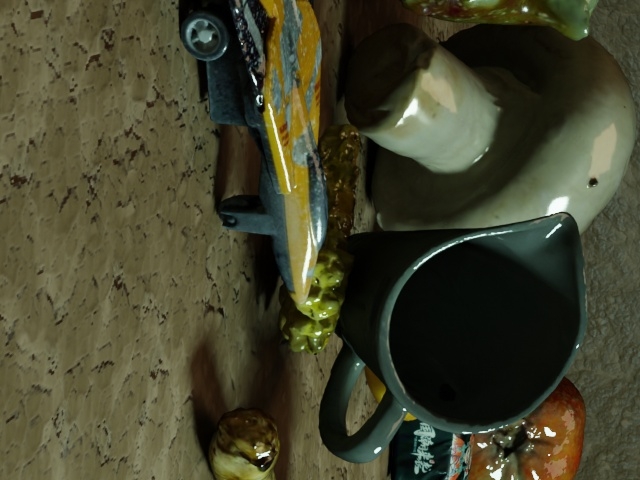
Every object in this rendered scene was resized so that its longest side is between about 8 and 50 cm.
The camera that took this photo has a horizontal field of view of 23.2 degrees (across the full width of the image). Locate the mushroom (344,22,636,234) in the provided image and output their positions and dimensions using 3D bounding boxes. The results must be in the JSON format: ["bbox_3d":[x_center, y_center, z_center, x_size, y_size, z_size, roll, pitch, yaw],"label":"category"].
[{"bbox_3d":[0.147,-0.122,1.537,0.290,0.292,0.292,37,55,-38],"label":"mushroom"}]

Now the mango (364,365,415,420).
[{"bbox_3d":[0.113,0.096,1.653,0.252,0.126,0.154,-52,157,-52],"label":"mango"}]

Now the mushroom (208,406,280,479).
[{"bbox_3d":[0.004,0.245,1.248,0.233,0.208,0.302,12,-69,65],"label":"mushroom"}]

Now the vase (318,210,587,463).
[{"bbox_3d":[0.074,0.065,1.287,0.251,0.156,0.301,-53,-163,-5],"label":"vase"}]

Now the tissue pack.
[{"bbox_3d":[0.137,0.201,1.836,0.103,0.090,0.170,-13,107,-71],"label":"tissue pack"}]

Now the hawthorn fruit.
[{"bbox_3d":[0.241,0.242,2.033,0.262,0.210,0.210,-24,118,-82],"label":"hawthorn fruit"}]

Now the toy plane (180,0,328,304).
[{"bbox_3d":[-0.037,-0.099,1.093,0.204,0.103,0.316,-56,155,-57],"label":"toy plane"}]

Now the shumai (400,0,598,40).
[{"bbox_3d":[0.178,-0.351,1.410,0.397,0.324,0.323,-46,147,-66],"label":"shumai"}]

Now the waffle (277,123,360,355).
[{"bbox_3d":[0.003,0.001,1.258,0.149,0.051,0.194,114,-12,-54],"label":"waffle"}]
